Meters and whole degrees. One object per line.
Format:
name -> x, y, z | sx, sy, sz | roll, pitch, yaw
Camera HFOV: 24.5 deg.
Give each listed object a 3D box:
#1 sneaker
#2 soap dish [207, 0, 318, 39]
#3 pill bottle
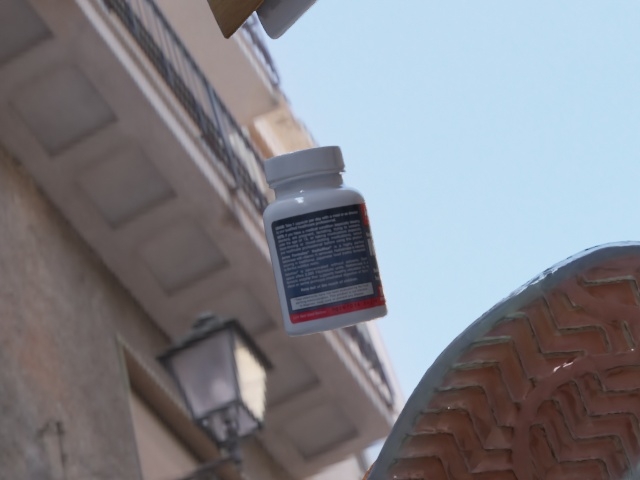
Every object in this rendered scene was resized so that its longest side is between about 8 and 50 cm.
sneaker -> 0.073, 0.117, 0.715 | 0.108, 0.121, 0.302 | 40, -78, 4
soap dish -> 0.029, -0.308, 1.130 | 0.118, 0.291, 0.229 | 42, -30, -8
pill bottle -> 0.000, 0.000, 1.481 | 0.108, 0.108, 0.180 | -12, -92, 0
